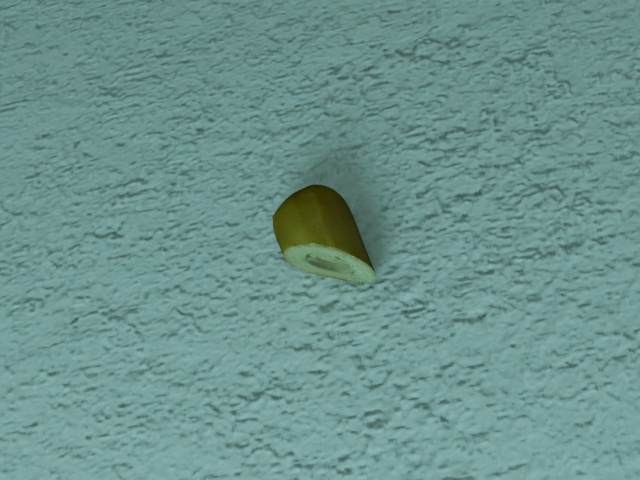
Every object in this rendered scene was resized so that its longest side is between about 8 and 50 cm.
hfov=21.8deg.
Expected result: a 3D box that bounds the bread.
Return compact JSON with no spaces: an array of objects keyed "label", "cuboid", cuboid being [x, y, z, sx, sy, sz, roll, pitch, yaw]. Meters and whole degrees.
[{"label":"bread","cuboid":[0.000,0.001,1.275,0.062,0.049,0.103,-20,43,-1]}]
